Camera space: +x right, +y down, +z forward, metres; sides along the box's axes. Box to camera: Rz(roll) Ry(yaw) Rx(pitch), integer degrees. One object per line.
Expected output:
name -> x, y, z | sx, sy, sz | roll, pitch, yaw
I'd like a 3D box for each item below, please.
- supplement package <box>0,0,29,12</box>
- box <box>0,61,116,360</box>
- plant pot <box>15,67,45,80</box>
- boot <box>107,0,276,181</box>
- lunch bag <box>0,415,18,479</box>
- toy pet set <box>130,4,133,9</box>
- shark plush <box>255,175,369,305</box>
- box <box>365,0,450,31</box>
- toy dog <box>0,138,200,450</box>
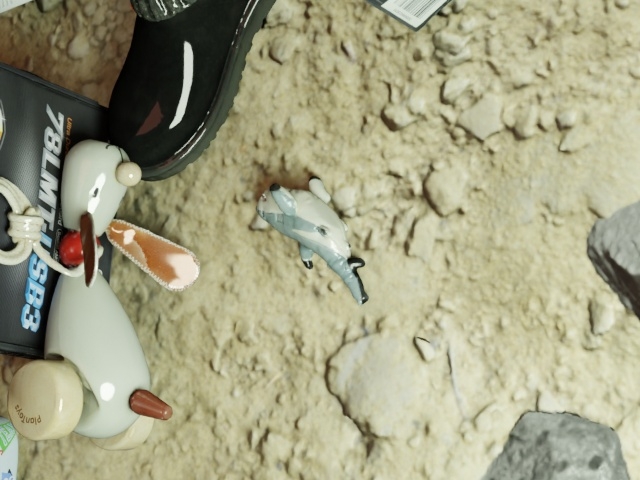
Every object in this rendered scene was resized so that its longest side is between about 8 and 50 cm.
supplement package -> -0.386, -0.428, 1.741 | 0.145, 0.262, 0.204 | -26, 57, -22
box -> -0.332, -0.029, 1.613 | 0.073, 0.293, 0.295 | -1, 78, 34
plant pot -> -0.463, -0.088, 1.743 | 0.293, 0.235, 0.293 | -7, 76, 31
boot -> -0.185, -0.248, 1.591 | 0.131, 0.260, 0.348 | 27, 93, 33
lunch bag -> -0.477, 0.304, 1.736 | 0.303, 0.115, 0.243 | 0, 81, 33
toy pet set -> -0.210, -0.329, 1.749 | 0.114, 0.065, 0.122 | 10, 124, 41
shark plush -> 0.000, 0.000, 1.563 | 0.161, 0.073, 0.067 | 43, 123, 11
box -> 0.046, -0.368, 1.533 | 0.143, 0.165, 0.270 | -40, 61, 18
toy dog -> -0.214, 0.068, 1.576 | 0.161, 0.220, 0.333 | -1, 103, 33
